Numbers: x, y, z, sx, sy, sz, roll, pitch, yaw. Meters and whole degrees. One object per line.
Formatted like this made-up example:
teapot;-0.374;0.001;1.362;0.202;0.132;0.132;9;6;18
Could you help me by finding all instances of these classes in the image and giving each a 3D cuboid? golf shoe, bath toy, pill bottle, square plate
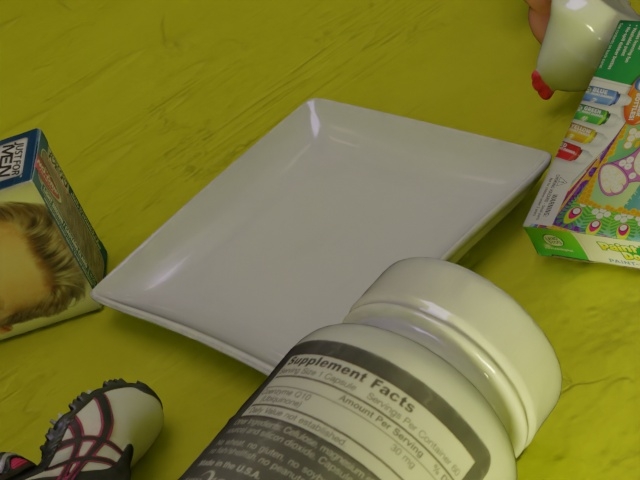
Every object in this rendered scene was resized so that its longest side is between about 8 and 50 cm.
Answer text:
golf shoe;-0.197;0.209;1.362;0.120;0.105;0.273;25;29;19
bath toy;0.246;-0.262;1.726;0.129;0.151;0.348;-54;28;26
pill bottle;0.015;0.191;1.185;0.204;0.204;0.361;12;48;41
square plate;0.000;0.000;1.584;0.344;0.049;0.347;18;52;45

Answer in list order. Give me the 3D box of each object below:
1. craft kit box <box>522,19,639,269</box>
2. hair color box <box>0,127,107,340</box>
craft kit box;0.338;-0.082;1.437;0.247;0.061;0.249;10;61;33
hair color box;-0.414;0.029;1.679;0.347;0.174;0.105;-18;34;8
